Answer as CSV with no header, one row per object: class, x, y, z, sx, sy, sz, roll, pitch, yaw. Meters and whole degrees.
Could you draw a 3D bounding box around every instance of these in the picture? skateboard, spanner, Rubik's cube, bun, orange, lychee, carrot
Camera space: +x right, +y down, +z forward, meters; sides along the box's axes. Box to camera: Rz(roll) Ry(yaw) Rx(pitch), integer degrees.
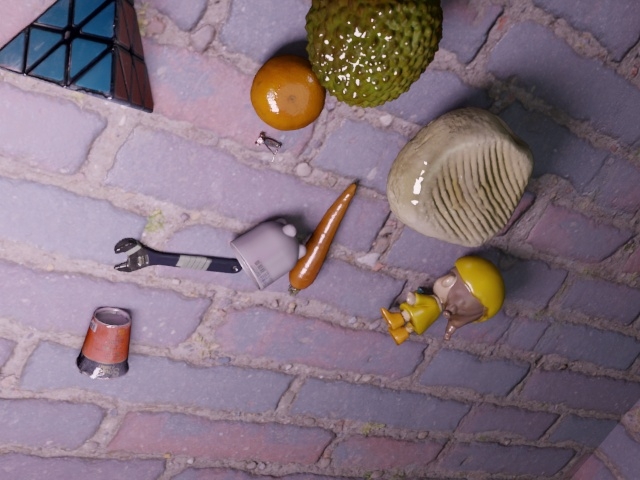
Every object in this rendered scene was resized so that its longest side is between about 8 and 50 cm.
skateboard,-0.100,-0.197,1.557,0.064,0.083,0.032,16,114,-35
spanner,-0.326,0.052,1.668,0.316,0.024,0.087,8,121,-32
Rubik's cube,-0.399,-0.327,1.274,0.233,0.228,0.229,-33,-172,47
bun,0.316,-0.156,1.698,0.352,0.227,0.349,-33,131,-4
orange,-0.066,-0.303,1.473,0.156,0.124,0.156,-4,112,-10
lychee,0.109,-0.417,1.389,0.270,0.270,0.320,22,115,-36
carrot,0.000,0.000,1.766,0.069,0.069,0.336,15,112,-34

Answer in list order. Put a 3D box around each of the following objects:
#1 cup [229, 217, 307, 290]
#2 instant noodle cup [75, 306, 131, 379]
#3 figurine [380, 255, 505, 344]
cup,-0.111,0.038,1.688,0.142,0.134,0.173,-33,131,-13
instant noodle cup,-0.492,0.232,1.659,0.127,0.127,0.135,6,112,-29
figurine,0.344,0.173,1.987,0.344,0.187,0.215,-27,154,-1
